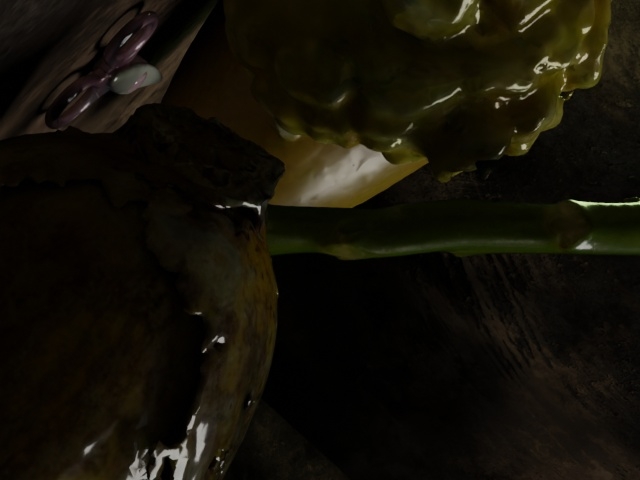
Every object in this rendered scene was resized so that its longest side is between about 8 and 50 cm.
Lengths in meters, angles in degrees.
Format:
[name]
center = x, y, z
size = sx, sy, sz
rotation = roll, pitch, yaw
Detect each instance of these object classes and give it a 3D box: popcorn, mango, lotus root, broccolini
[popcorn]
center = 0.054, -0.139, 0.639
size = 0.169, 0.218, 0.189
rotation = -92, -167, -63
[mango]
center = 0.054, -0.164, 0.860
size = 0.445, 0.220, 0.301
rotation = -49, -160, -11
[lotus root]
center = -0.158, 0.100, 0.491
size = 0.397, 0.196, 0.179
rotation = -52, -170, -9
[broccolini]
center = 0.000, -0.005, 0.635
size = 0.074, 0.392, 0.078
rotation = -92, -178, -46

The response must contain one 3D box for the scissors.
[scissors]
center = -0.116, -0.100, 0.689
size = 0.085, 0.022, 0.176
rotation = -47, -176, 7
